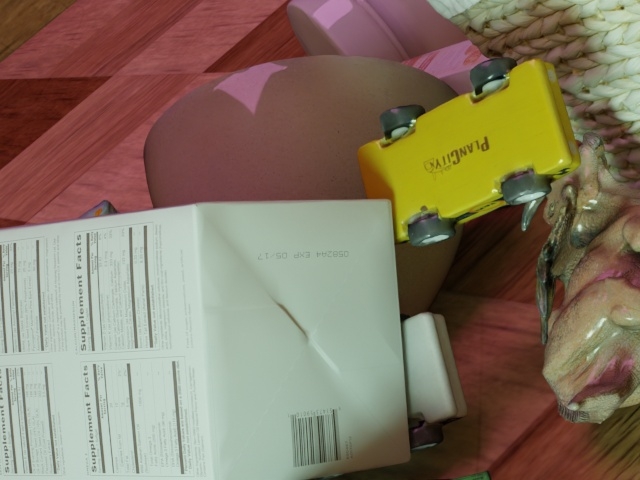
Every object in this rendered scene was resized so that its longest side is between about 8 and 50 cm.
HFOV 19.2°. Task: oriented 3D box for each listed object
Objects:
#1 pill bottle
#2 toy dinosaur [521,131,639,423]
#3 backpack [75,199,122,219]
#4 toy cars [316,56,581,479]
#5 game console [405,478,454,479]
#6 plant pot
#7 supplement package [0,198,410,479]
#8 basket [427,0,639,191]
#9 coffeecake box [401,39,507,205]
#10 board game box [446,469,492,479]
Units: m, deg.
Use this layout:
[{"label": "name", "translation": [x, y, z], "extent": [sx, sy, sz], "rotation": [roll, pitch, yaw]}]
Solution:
[{"label": "pill bottle", "translation": [0.176, -0.296, 1.964], "extent": [0.408, 0.229, 0.229], "rotation": [-38, 21, -7]}, {"label": "toy dinosaur", "translation": [0.202, 0.050, 1.320], "extent": [0.200, 0.127, 0.295], "rotation": [-17, 31, 40]}, {"label": "backpack", "translation": [-0.260, 0.044, 2.055], "extent": [0.182, 0.115, 0.152], "rotation": [-44, 20, -30]}, {"label": "toy cars", "translation": [0.085, 0.029, 1.415], "extent": [0.176, 0.087, 0.393], "rotation": [40, 118, 37]}, {"label": "game console", "translation": [-0.059, 0.287, 1.179], "extent": [0.342, 0.060, 0.386], "rotation": [-3, 31, 15]}, {"label": "plant pot", "translation": [0.000, 0.000, 1.599], "extent": [0.284, 0.284, 0.191], "rotation": [-23, 60, 29]}, {"label": "supplement package", "translation": [-0.101, 0.078, 1.397], "extent": [0.263, 0.198, 0.199], "rotation": [-6, -3, 44]}, {"label": "basket", "translation": [0.312, -0.225, 1.470], "extent": [0.328, 0.266, 0.331], "rotation": [-42, 10, -15]}, {"label": "coffeecake box", "translation": [0.161, -0.108, 1.694], "extent": [0.185, 0.142, 0.068], "rotation": [-14, 29, 44]}, {"label": "board game box", "translation": [-0.004, 0.221, 1.186], "extent": [0.260, 0.030, 0.136], "rotation": [-13, 28, -1]}]
